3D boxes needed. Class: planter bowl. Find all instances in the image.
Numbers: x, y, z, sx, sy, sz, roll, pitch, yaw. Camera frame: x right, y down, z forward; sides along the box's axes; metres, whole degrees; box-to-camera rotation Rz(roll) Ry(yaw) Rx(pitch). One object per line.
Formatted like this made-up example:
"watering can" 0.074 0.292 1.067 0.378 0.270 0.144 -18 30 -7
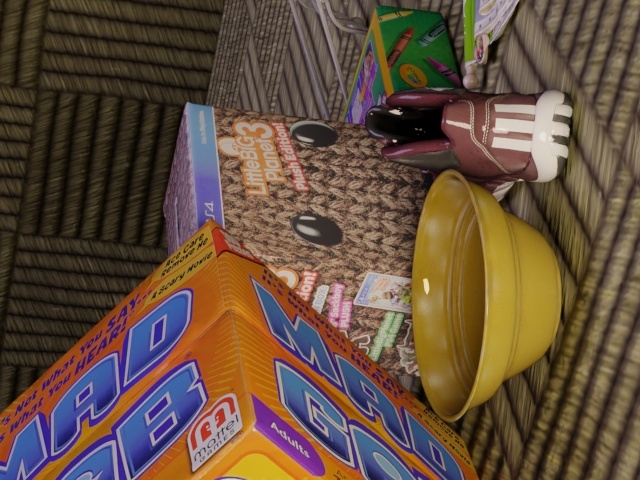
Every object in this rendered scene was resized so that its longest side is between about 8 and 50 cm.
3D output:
"planter bowl" 0.150 0.048 1.549 0.217 0.090 0.217 -179 90 -76

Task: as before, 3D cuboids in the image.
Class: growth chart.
"growth chart" 0.179 -0.283 1.750 0.237 0.021 0.172 115 158 -54

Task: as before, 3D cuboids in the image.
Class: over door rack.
"over door rack" 0.031 -0.204 2.218 0.239 0.108 0.324 -129 32 -73

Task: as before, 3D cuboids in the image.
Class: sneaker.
"sneaker" 0.110 -0.096 1.641 0.281 0.163 0.106 150 125 -74

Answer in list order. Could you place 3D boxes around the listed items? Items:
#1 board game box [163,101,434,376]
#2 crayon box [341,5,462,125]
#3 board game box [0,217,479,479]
"board game box" 0.000 0.000 1.792 0.232 0.291 0.141 -100 20 -49
"crayon box" 0.075 -0.097 1.982 0.165 0.081 0.278 -99 19 -48
"board game box" -0.080 0.277 1.563 0.356 0.356 0.356 -42 25 12
